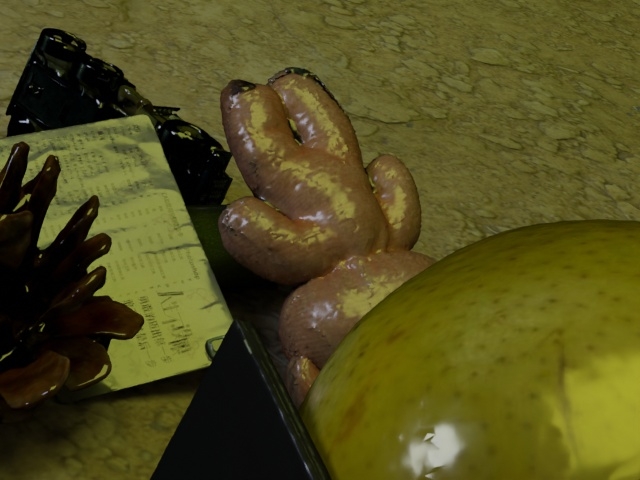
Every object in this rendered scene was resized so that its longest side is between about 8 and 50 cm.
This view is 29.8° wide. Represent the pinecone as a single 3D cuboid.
[{"bbox_3d":[-0.254,0.027,0.859,0.229,0.201,0.202,-3,10,13],"label":"pinecone"}]

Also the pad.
[{"bbox_3d":[-0.178,0.004,1.001,0.159,0.009,0.265,-13,60,-22],"label":"pad"}]

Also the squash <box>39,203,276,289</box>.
[{"bbox_3d":[-0.115,0.006,1.087,0.331,0.087,0.087,-3,35,-34],"label":"squash"}]

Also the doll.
[{"bbox_3d":[0.000,0.000,1.056,0.201,0.156,0.303,-18,72,-27],"label":"doll"}]

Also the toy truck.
[{"bbox_3d":[-0.193,-0.100,1.197,0.257,0.127,0.127,37,19,30],"label":"toy truck"}]

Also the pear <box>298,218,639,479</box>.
[{"bbox_3d":[0.144,0.185,0.643,0.362,0.362,0.418,17,55,-2],"label":"pear"}]

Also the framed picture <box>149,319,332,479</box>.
[{"bbox_3d":[-0.038,0.234,0.550,0.014,0.255,0.338,14,26,-31],"label":"framed picture"}]
